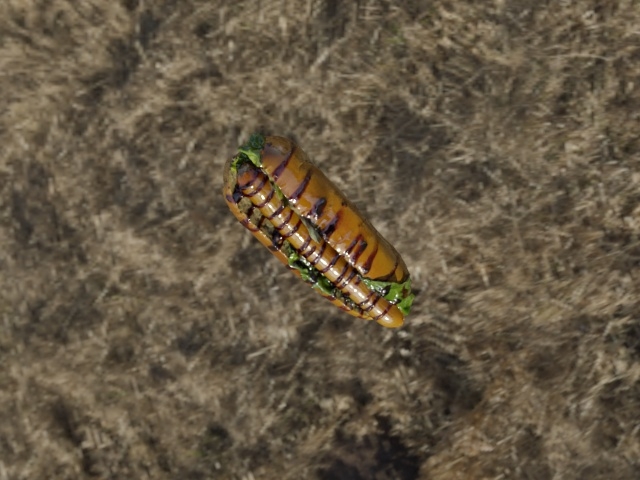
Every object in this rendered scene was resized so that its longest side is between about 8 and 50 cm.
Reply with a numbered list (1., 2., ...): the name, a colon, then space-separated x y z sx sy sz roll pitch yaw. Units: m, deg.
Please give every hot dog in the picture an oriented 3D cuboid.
1. hot dog: 0.000 0.000 0.482 0.049 0.037 0.122 -29 120 32
